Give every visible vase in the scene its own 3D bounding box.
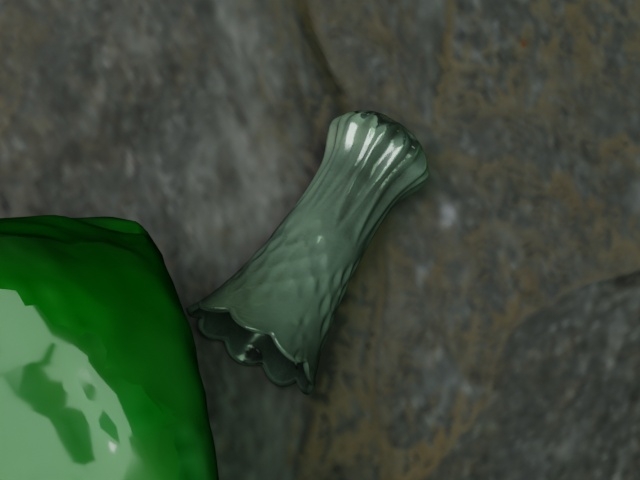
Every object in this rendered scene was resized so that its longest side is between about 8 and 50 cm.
[{"bbox_3d":[0.000,0.000,0.751,0.081,0.081,0.149,34,71,-6],"label":"vase"}]

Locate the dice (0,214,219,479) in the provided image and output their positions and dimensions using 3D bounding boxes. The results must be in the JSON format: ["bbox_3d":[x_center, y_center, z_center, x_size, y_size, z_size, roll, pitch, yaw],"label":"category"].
[{"bbox_3d":[-0.198,0.143,0.571,0.297,0.300,0.287,-10,87,-15],"label":"dice"}]
